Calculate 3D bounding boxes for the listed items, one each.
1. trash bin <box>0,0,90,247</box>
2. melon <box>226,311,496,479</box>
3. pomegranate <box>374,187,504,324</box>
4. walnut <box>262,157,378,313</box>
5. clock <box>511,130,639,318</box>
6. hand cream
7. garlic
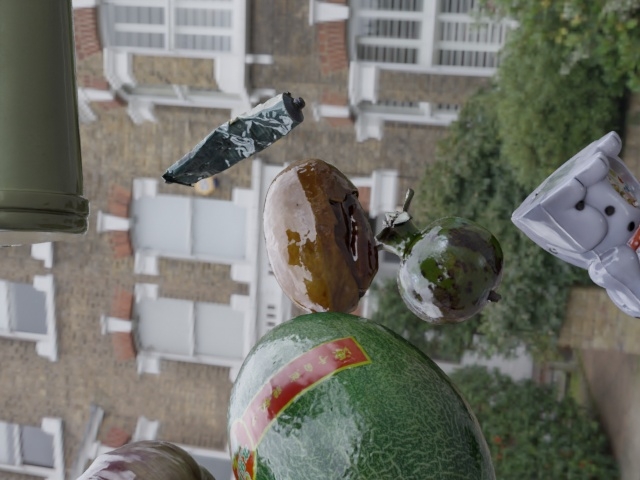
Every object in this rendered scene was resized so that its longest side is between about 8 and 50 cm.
[{"bbox_3d":[-0.287,-0.118,0.667,0.121,0.243,0.247,1,-94,-55],"label":"trash bin"},{"bbox_3d":[0.027,0.160,0.631,0.288,0.182,0.182,-139,46,-60],"label":"melon"},{"bbox_3d":[0.148,0.025,1.060,0.148,0.169,0.148,-51,5,6],"label":"pomegranate"},{"bbox_3d":[0.000,0.000,0.867,0.115,0.116,0.207,82,178,-49],"label":"walnut"},{"bbox_3d":[0.406,0.002,1.142,0.189,0.254,0.189,-44,-5,-4],"label":"clock"},{"bbox_3d":[-0.125,-0.143,1.272,0.075,0.248,0.052,37,-151,-46],"label":"hand cream"},{"bbox_3d":[-0.146,0.216,0.633,0.159,0.102,0.147,-29,-36,-61],"label":"garlic"}]
